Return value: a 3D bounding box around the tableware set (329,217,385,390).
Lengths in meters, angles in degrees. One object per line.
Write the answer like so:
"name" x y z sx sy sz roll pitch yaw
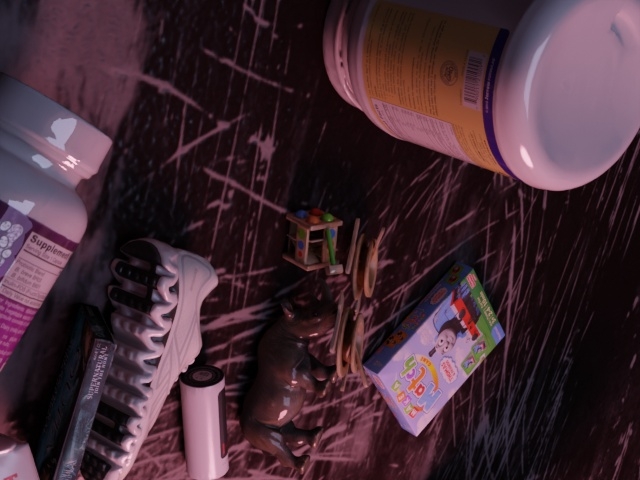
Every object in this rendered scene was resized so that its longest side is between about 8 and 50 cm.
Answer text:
"tableware set" 0.054 0.080 1.400 0.128 0.039 0.194 76 23 -59

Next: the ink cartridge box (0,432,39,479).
"ink cartridge box" -0.372 0.363 1.126 0.211 0.121 0.289 -19 102 -35

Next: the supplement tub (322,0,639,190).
"supplement tub" 0.183 -0.210 1.272 0.241 0.331 0.241 -17 119 -35

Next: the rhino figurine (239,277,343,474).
"rhino figurine" -0.033 0.163 1.408 0.073 0.106 0.243 -17 124 -75

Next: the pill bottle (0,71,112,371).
"pill bottle" -0.323 0.003 1.032 0.169 0.169 0.302 34 84 -44

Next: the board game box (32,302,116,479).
"board game box" -0.263 0.172 1.188 0.026 0.126 0.186 14 98 -23

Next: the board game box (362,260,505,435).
"board game box" 0.169 0.158 1.623 0.211 0.039 0.160 -45 132 -16

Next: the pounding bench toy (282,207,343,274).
"pounding bench toy" 0.000 0.000 1.374 0.052 0.083 0.065 -10 115 -38

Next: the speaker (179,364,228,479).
"speaker" -0.142 0.224 1.367 0.055 0.055 0.136 -18 119 -35

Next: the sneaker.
"sneaker" -0.194 0.144 1.259 0.118 0.110 0.292 10 102 -52
